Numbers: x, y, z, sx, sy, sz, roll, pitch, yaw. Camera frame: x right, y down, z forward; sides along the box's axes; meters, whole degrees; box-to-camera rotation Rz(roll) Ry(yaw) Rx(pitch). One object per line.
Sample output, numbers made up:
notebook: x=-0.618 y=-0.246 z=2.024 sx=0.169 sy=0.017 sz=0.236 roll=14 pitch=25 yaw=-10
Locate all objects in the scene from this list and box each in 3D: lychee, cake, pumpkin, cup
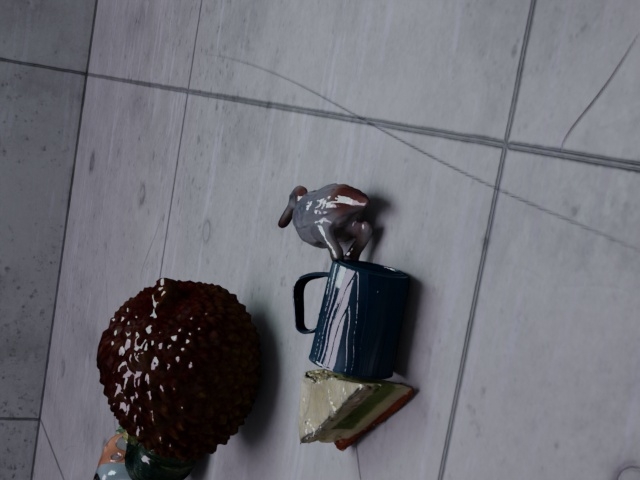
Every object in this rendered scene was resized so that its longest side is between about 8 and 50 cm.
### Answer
lychee: x=-0.243 y=0.220 z=1.675 sx=0.306 sy=0.306 sz=0.330 roll=-143 pitch=37 yaw=-61
cake: x=0.038 y=0.239 z=1.293 sx=0.220 sy=0.086 sz=0.116 roll=179 pitch=97 yaw=-65
pumpkin: x=-0.329 y=0.405 z=1.946 sx=0.211 sy=0.152 sz=0.211 roll=-42 pitch=32 yaw=34
cup: x=0.038 y=0.098 z=1.257 sx=0.113 sy=0.150 sz=0.138 roll=-139 pitch=60 yaw=-78

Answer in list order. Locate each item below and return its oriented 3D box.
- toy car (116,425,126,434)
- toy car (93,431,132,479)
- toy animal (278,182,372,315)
toy car: x=-0.493 y=0.481 z=2.403 sx=0.069 sy=0.055 sz=0.142 roll=-101 pitch=19 yaw=-49
toy car: x=-0.428 y=0.543 z=2.123 sx=0.212 sy=0.181 sz=0.270 roll=-98 pitch=27 yaw=-49
toy animal: x=0.002 y=-0.026 z=1.426 sx=0.324 sy=0.090 sz=0.195 roll=56 pitch=133 yaw=51
